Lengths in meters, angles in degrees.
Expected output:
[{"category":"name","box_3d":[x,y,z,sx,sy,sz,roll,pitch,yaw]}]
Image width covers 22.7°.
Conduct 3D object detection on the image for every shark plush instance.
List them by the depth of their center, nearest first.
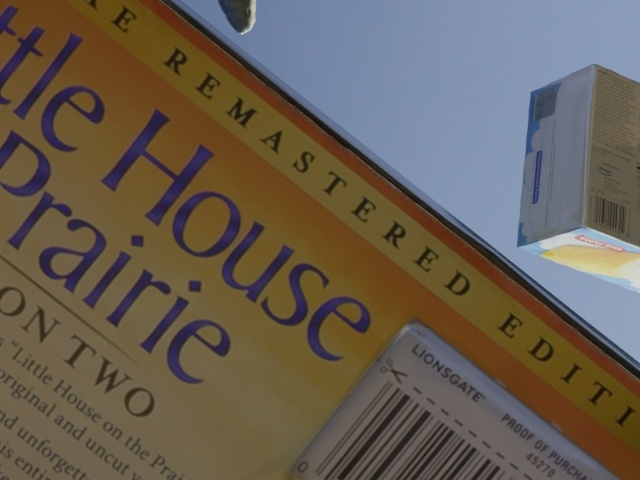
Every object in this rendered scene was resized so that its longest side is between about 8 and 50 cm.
[{"category":"shark plush","box_3d":[-0.101,-0.292,1.624,0.067,0.073,0.161,-52,-51,-52]}]

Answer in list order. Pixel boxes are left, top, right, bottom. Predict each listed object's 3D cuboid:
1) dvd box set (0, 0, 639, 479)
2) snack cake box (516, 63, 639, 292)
[{"category":"dvd box set","box_3d":[-0.118,0.130,0.525,0.308,0.420,0.062,37,-173,-3]},{"category":"snack cake box","box_3d":[0.305,-0.036,1.413,0.264,0.089,0.152,19,-113,-30]}]
